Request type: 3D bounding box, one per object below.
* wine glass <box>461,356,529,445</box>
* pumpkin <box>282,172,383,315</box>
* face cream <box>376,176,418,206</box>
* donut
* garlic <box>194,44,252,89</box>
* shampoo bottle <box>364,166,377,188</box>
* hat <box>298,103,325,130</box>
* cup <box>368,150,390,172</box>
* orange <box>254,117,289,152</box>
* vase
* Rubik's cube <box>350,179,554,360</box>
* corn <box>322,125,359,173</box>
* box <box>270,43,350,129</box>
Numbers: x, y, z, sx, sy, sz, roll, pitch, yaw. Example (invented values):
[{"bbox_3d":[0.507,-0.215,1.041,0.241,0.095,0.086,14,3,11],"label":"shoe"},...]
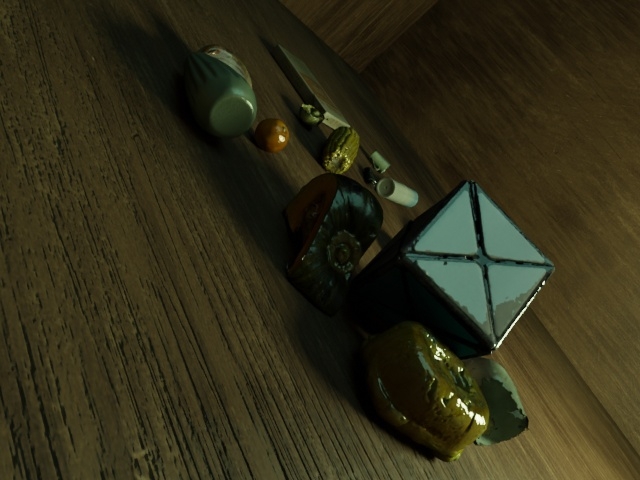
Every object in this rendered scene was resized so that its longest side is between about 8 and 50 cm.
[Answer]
[{"bbox_3d":[0.340,0.289,1.216,0.143,0.143,0.321,30,28,-45],"label":"wine glass"},{"bbox_3d":[-0.001,-0.001,1.077,0.139,0.190,0.280,42,65,-25],"label":"pumpkin"},{"bbox_3d":[0.293,-0.178,2.037,0.077,0.077,0.250,58,21,21],"label":"face cream"},{"bbox_3d":[0.181,0.252,0.952,0.261,0.128,0.208,41,21,-29],"label":"donut"},{"bbox_3d":[-0.223,-0.376,1.289,0.198,0.091,0.128,46,35,-32],"label":"garlic"},{"bbox_3d":[0.179,-0.225,1.948,0.048,0.027,0.137,28,26,-20],"label":"shampoo bottle"},{"bbox_3d":[-0.035,-0.397,1.748,0.076,0.059,0.077,-6,52,-48],"label":"hat"},{"bbox_3d":[0.232,-0.315,2.212,0.083,0.075,0.054,49,-17,4],"label":"cup"},{"bbox_3d":[-0.114,-0.247,1.273,0.083,0.084,0.083,43,21,-21],"label":"orange"},{"bbox_3d":[-0.218,-0.308,1.106,0.128,0.128,0.248,30,19,-45],"label":"vase"},{"bbox_3d":[0.255,0.075,1.100,0.260,0.259,0.255,46,62,3],"label":"Rubik's cube"},{"bbox_3d":[0.065,-0.290,1.700,0.115,0.115,0.317,46,20,-12],"label":"corn"},{"bbox_3d":[-0.038,-0.576,2.068,0.365,0.051,0.205,58,20,20],"label":"box"}]
